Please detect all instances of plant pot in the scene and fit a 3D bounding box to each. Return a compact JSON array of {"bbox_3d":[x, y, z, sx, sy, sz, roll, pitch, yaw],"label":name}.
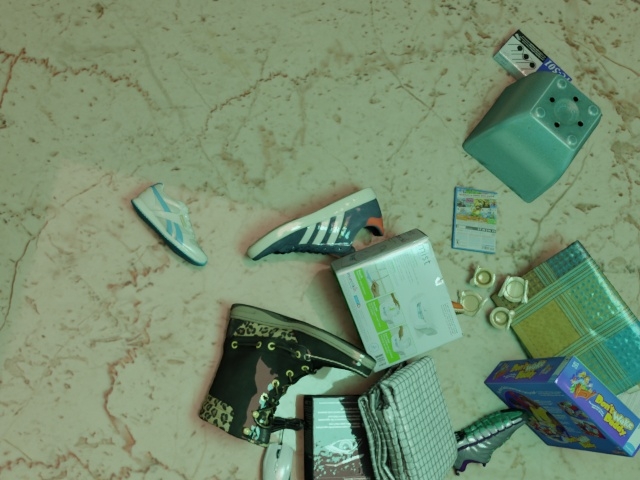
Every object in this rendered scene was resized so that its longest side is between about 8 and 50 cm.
[{"bbox_3d":[0.569,-0.290,1.865,0.247,0.252,0.248,39,73,-2],"label":"plant pot"}]

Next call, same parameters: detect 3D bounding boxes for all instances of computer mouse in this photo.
[{"bbox_3d":[-0.095,0.504,1.661,0.106,0.042,0.193,3,78,7],"label":"computer mouse"}]

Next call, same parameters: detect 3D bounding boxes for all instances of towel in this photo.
[{"bbox_3d":[0.638,0.223,1.802,0.271,0.040,0.370,-36,80,19],"label":"towel"},{"bbox_3d":[0.195,0.427,1.644,0.235,0.121,0.284,-19,93,-57],"label":"towel"}]

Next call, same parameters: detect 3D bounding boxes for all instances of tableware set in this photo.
[{"bbox_3d":[0.436,0.143,1.833,0.168,0.020,0.141,21,94,12],"label":"tableware set"}]

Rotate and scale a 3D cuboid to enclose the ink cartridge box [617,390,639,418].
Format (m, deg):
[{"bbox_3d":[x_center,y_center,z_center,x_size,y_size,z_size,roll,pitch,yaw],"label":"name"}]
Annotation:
[{"bbox_3d":[0.847,0.434,1.882,0.311,0.065,0.186,33,74,-6],"label":"ink cartridge box"}]

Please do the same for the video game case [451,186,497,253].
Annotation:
[{"bbox_3d":[0.407,-0.053,1.906,0.119,0.015,0.166,8,78,-10],"label":"video game case"}]

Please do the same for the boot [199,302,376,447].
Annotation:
[{"bbox_3d":[-0.085,0.317,1.607,0.377,0.138,0.284,17,78,24],"label":"boot"}]

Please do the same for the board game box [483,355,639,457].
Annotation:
[{"bbox_3d":[0.556,0.381,1.680,0.233,0.347,0.078,44,73,-1],"label":"board game box"}]

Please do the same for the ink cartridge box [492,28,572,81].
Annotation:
[{"bbox_3d":[0.590,-0.479,2.013,0.207,0.046,0.097,42,75,-2],"label":"ink cartridge box"}]

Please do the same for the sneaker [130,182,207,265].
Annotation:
[{"bbox_3d":[-0.339,-0.036,1.704,0.092,0.087,0.229,-43,92,-18],"label":"sneaker"}]

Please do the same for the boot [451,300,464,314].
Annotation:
[{"bbox_3d":[0.292,0.141,1.822,0.157,0.059,0.085,16,71,-8],"label":"boot"}]

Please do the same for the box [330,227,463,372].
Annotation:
[{"bbox_3d":[0.178,0.137,1.700,0.231,0.127,0.262,-23,102,-2],"label":"box"}]

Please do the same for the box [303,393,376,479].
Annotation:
[{"bbox_3d":[0.043,0.462,1.676,0.153,0.108,0.207,3,79,-12],"label":"box"}]

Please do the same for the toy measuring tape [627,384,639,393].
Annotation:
[{"bbox_3d":[0.701,0.232,1.838,0.121,0.121,0.330,-11,65,-14],"label":"toy measuring tape"}]

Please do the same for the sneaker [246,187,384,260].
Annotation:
[{"bbox_3d":[0.000,0.000,1.752,0.350,0.131,0.148,-24,95,-11],"label":"sneaker"}]

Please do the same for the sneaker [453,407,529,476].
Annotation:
[{"bbox_3d":[0.411,0.488,1.761,0.223,0.083,0.098,-25,96,5],"label":"sneaker"}]
